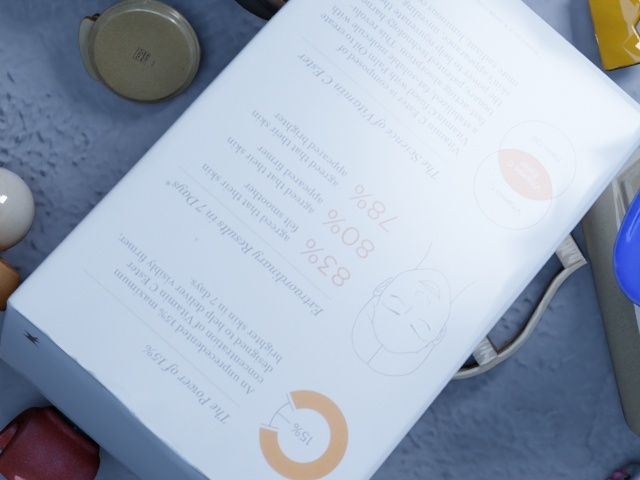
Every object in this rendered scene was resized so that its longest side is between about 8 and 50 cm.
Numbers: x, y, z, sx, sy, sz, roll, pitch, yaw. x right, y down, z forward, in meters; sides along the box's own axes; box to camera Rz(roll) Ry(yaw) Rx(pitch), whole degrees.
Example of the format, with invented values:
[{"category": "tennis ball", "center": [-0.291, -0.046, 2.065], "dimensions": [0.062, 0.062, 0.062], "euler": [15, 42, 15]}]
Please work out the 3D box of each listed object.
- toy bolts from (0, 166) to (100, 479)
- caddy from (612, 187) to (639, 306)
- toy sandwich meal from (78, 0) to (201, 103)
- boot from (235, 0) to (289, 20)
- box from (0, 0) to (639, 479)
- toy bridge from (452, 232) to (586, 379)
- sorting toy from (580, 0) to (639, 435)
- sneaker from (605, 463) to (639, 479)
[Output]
[{"category": "toy bolts", "center": [-0.196, 0.066, 1.107], "dimensions": [0.228, 0.218, 0.158], "euler": [41, 86, -19]}, {"category": "caddy", "center": [0.342, 0.016, 0.955], "dimensions": [0.341, 0.179, 0.241], "euler": [-36, 61, 28]}, {"category": "toy sandwich meal", "center": [-0.123, -0.132, 1.139], "dimensions": [0.085, 0.029, 0.086], "euler": [1, 118, 3]}, {"category": "boot", "center": [-0.115, -0.198, 1.120], "dimensions": [0.219, 0.082, 0.106], "euler": [43, 113, 6]}, {"category": "box", "center": [0.000, 0.000, 1.008], "dimensions": [0.215, 0.168, 0.345], "euler": [42, 71, 0]}, {"category": "toy bridge", "center": [0.102, 0.060, 1.145], "dimensions": [0.188, 0.026, 0.063], "euler": [-32, 94, 9]}, {"category": "sorting toy", "center": [0.283, -0.038, 1.095], "dimensions": [0.229, 0.041, 0.307], "euler": [-12, 89, 18]}, {"category": "sneaker", "center": [0.210, 0.210, 1.147], "dimensions": [0.057, 0.047, 0.119], "euler": [23, 107, -4]}]
